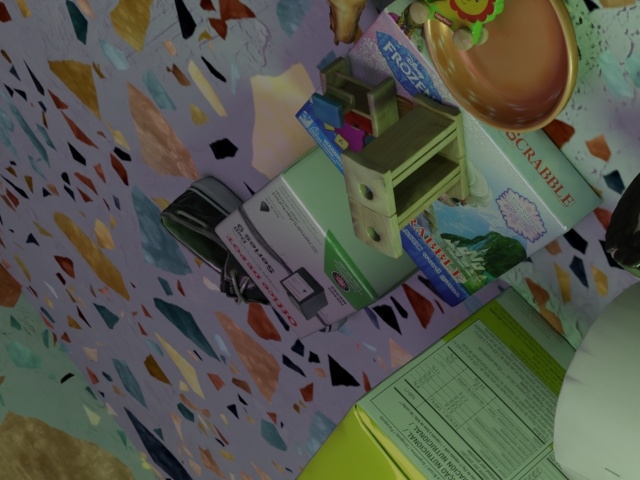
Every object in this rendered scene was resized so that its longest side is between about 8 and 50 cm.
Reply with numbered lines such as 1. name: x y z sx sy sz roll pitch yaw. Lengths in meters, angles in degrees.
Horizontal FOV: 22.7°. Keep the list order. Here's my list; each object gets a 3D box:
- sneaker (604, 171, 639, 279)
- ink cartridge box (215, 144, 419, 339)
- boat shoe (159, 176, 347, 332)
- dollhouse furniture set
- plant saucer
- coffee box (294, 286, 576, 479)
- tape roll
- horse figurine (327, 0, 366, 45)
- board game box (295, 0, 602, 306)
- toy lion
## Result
1. sneaker: 0.468 0.007 1.458 0.182 0.158 0.410 31 167 -36
2. ink cartridge box: 0.000 0.000 2.162 0.211 0.121 0.289 53 155 -1
3. boat shoe: -0.107 0.043 2.393 0.335 0.119 0.121 38 151 25
4. dollhouse furniture set: 0.054 -0.094 1.790 0.183 0.129 0.129 29 145 35
5. plant saucer: 0.190 -0.209 1.646 0.200 0.037 0.200 31 136 36
6. coffee box: 0.184 0.330 1.958 0.338 0.334 0.338 46 136 13
7. tape roll: 0.380 0.177 1.639 0.169 0.246 0.246 27 145 42
8. horse figurine: 0.043 -0.315 1.716 0.263 0.066 0.174 -13 92 61
9. board game box: 0.137 -0.099 1.874 0.319 0.066 0.318 50 153 2
10. toy lion: 0.143 -0.250 1.620 0.100 0.034 0.096 36 131 31
